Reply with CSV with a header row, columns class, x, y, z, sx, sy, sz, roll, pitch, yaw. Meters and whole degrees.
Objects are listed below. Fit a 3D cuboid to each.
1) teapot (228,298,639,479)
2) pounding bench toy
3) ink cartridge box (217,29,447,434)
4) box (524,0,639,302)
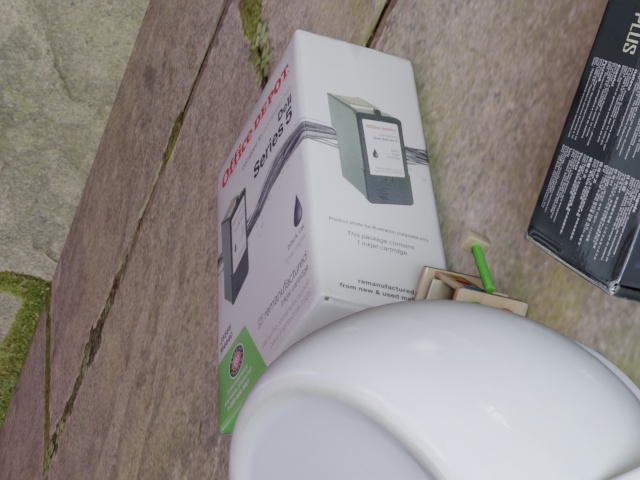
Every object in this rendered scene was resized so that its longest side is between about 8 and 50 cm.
class,x,y,z,sx,sy,sz,roll,pitch,yaw
teapot,0.091,0.130,0.590,0.256,0.187,0.252,33,131,41
pounding bench toy,0.099,0.039,0.780,0.065,0.052,0.083,-144,69,-67
ink cartridge box,0.000,0.000,0.966,0.198,0.115,0.273,124,150,-44
box,0.187,-0.058,0.480,0.077,0.147,0.180,-133,59,-66
